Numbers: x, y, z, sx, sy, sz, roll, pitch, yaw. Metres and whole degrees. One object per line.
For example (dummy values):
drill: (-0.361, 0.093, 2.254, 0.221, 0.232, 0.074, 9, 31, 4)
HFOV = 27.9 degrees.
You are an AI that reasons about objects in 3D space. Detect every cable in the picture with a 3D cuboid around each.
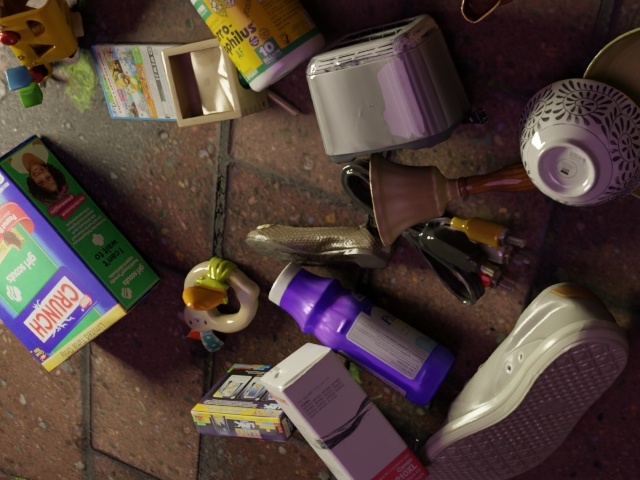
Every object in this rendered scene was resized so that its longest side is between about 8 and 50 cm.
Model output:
cable: (0.153, -0.014, 1.782, 0.287, 0.072, 0.139, 34, 142, 24)

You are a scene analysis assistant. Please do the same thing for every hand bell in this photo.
hand bell: (0.194, -0.070, 1.668, 0.242, 0.126, 0.126, -8, 118, 11)

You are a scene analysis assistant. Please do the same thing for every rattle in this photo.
rattle: (-0.185, 0.133, 2.021, 0.130, 0.143, 0.200, 30, 128, -14)

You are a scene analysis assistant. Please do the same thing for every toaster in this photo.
toaster: (0.088, -0.193, 1.636, 0.227, 0.129, 0.146, -7, 114, 37)

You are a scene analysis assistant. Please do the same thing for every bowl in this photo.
bowl: (0.306, -0.101, 1.545, 0.170, 0.080, 0.170, 15, 127, 21)

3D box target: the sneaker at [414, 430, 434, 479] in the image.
sneaker: (0.193, 0.353, 1.989, 0.089, 0.051, 0.170, 9, 120, 31)

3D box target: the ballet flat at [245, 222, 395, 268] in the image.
ballet flat: (0.000, 0.000, 1.874, 0.249, 0.058, 0.084, 3, 158, 36)

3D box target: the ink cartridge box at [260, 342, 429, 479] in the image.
ink cartridge box: (0.031, 0.270, 1.883, 0.237, 0.100, 0.172, 52, 169, -6)

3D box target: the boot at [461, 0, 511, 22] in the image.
boot: (0.227, -0.339, 1.434, 0.073, 0.152, 0.197, 29, 131, 12)

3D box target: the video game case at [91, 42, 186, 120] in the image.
video game case: (-0.254, -0.233, 1.895, 0.166, 0.015, 0.119, 5, 123, 29)

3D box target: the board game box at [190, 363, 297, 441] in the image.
board game box: (-0.096, 0.255, 2.041, 0.170, 0.141, 0.048, 0, 120, 32)

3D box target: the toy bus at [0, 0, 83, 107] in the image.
toy bus: (-0.399, -0.306, 1.870, 0.104, 0.202, 0.191, -13, 108, 4)

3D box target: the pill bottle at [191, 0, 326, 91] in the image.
pill bottle: (-0.096, -0.308, 1.674, 0.117, 0.117, 0.208, -30, 97, 41)

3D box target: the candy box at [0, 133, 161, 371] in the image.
candy box: (-0.458, 0.028, 2.124, 0.317, 0.122, 0.268, 48, 132, -7)

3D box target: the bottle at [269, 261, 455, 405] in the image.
bottle: (0.059, 0.132, 1.879, 0.282, 0.118, 0.092, 32, 96, 10)

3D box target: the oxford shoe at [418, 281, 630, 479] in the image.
oxford shoe: (0.274, 0.211, 1.796, 0.169, 0.130, 0.449, 11, 139, -21)

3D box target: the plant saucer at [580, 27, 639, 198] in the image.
plant saucer: (0.424, -0.149, 1.519, 0.241, 0.037, 0.241, 16, 127, 22)

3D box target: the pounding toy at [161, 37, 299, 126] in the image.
pounding toy: (-0.123, -0.218, 1.784, 0.141, 0.100, 0.130, -6, 102, 31)
